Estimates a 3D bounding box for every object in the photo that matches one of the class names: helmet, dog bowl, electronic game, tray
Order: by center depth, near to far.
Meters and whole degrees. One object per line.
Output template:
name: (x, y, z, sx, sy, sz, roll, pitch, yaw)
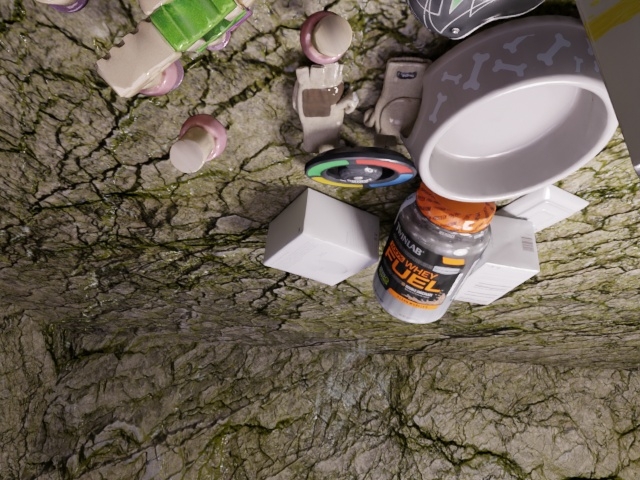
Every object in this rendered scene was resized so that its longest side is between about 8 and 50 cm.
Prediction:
helmet: (0.169, -0.322, 0.471, 0.161, 0.169, 0.169, -16, 148, 8)
dog bowl: (0.312, -0.187, 0.712, 0.349, 0.102, 0.349, -4, 152, -2)
electronic game: (0.081, -0.142, 0.868, 0.229, 0.048, 0.229, 2, 174, 0)
tray: (0.503, -0.045, 1.059, 0.145, 0.030, 0.270, 16, 150, -21)

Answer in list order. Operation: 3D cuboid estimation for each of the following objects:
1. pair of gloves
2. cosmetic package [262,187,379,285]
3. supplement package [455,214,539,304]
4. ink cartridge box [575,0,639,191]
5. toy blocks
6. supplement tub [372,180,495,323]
pair of gloves: (0.070, -0.241, 0.764, 0.240, 0.042, 0.204, -1, 147, 7)
cosmetic package: (0.000, 0.000, 1.120, 0.225, 0.138, 0.224, 19, 149, -26)
supplement package: (0.420, 0.056, 1.082, 0.134, 0.139, 0.244, 9, 153, -5)
ink cartridge box: (0.405, -0.186, 0.440, 0.279, 0.384, 0.160, 27, 145, -35)
toy blocks: (-0.150, -0.303, 0.550, 0.288, 0.260, 0.309, -35, 113, 11)
supplement tub: (0.258, 0.024, 0.992, 0.207, 0.207, 0.338, 8, 133, -5)
